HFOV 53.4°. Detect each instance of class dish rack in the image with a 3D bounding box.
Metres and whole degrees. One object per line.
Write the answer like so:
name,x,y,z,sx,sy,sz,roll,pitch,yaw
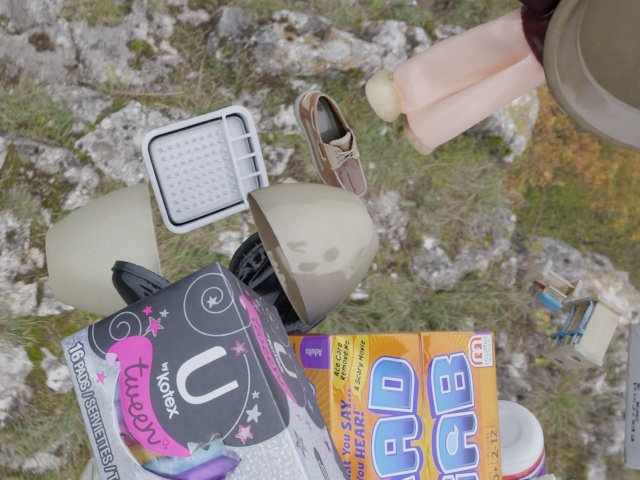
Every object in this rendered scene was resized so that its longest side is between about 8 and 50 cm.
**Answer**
dish rack,-0.315,-0.196,1.730,0.333,0.072,0.285,-25,113,-31

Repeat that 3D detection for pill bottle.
pill bottle,0.423,0.529,1.454,0.181,0.181,0.323,-40,130,-29

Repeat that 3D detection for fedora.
fedora,-0.086,0.109,1.737,0.152,0.334,0.334,1,81,-71

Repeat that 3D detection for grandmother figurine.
grandmother figurine,0.223,-0.195,0.641,0.208,0.342,0.104,26,54,-38

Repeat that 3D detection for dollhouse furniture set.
dollhouse furniture set,0.478,0.154,1.288,0.183,0.129,0.129,34,71,-2

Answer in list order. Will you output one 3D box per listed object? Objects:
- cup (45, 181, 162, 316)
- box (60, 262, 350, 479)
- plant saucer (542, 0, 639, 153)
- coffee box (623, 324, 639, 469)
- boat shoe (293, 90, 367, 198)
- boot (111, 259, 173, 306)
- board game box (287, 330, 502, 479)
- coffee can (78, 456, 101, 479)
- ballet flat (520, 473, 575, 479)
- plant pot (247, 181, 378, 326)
cup,-0.499,0.042,1.487,0.237,0.331,0.331,-9,89,-13
box,-0.068,0.168,0.495,0.142,0.163,0.247,-28,69,2
plant saucer,0.313,-0.151,0.475,0.278,0.278,0.041,28,62,-26
coffee box,0.427,0.177,0.628,0.246,0.098,0.141,17,72,-22
boat shoe,0.038,-0.247,1.691,0.123,0.116,0.324,-38,109,-18
boot,-0.270,0.176,1.010,0.246,0.094,0.207,41,64,-28
board game box,0.064,0.342,1.127,0.356,0.356,0.356,5,80,-34
coffee can,-0.148,0.371,0.732,0.275,0.201,0.201,17,75,-22
ballet flat,0.452,0.475,1.198,0.203,0.074,0.074,10,75,8
plant pot,0.000,0.000,1.248,0.191,0.284,0.284,-24,98,-11
